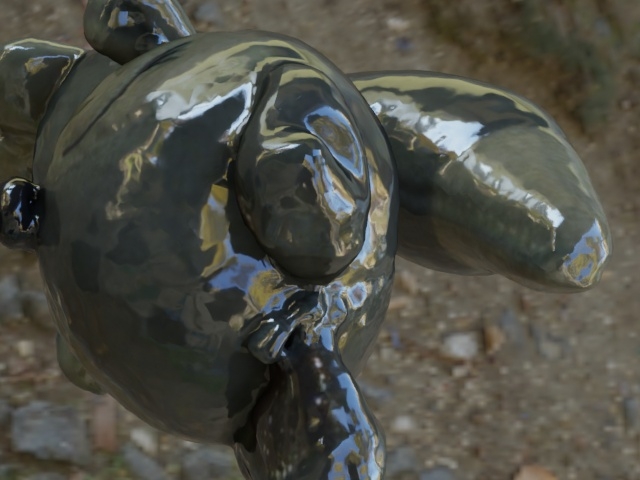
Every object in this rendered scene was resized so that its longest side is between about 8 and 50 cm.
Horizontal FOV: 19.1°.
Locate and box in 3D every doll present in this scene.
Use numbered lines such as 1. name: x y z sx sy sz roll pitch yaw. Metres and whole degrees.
1. doll: 0.001 -0.033 1.063 0.379 0.382 0.252 -18 118 -17
